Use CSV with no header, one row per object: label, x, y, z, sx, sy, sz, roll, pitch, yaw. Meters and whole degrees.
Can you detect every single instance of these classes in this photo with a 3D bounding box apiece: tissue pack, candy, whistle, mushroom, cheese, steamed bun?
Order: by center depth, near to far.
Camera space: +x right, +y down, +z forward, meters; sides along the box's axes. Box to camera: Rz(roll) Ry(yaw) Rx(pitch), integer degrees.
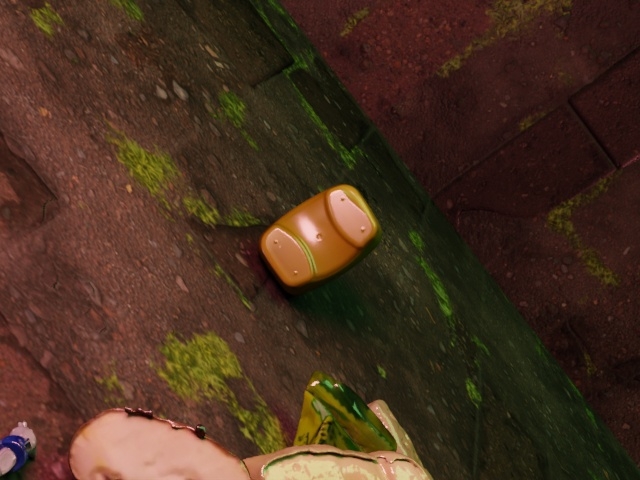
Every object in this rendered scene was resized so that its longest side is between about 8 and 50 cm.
whistle,-0.249,0.174,0.900,0.083,0.029,0.033,-64,133,-79
mushroom,-0.104,0.267,0.964,0.285,0.156,0.151,50,-12,8
steamed bun,0.026,0.316,1.174,0.212,0.110,0.231,-15,77,-36
candy,0.003,0.274,1.307,0.149,0.069,0.246,48,30,-10
cheese,0.122,0.318,1.594,0.194,0.043,0.065,59,18,18
tissue pack,0.000,0.000,1.665,0.123,0.178,0.127,57,-2,8
